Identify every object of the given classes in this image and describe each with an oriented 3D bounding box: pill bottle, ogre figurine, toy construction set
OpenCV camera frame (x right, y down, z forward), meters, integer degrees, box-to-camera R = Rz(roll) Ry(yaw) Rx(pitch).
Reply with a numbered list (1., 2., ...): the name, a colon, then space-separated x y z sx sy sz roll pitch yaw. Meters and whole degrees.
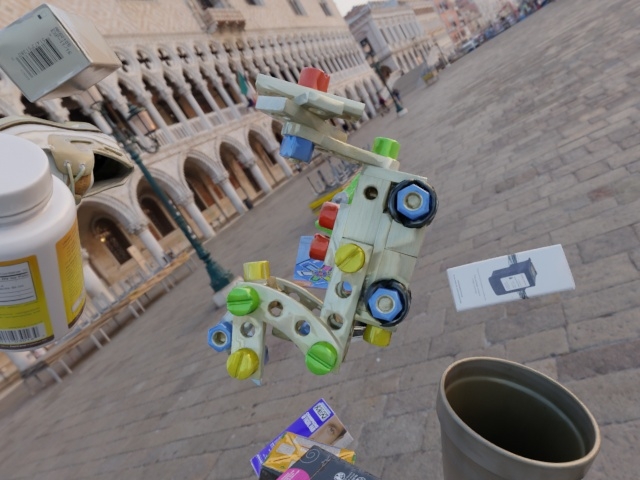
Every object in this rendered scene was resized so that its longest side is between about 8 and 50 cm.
1. pill bottle: -0.301 0.008 0.427 0.117 0.117 0.215 -45 -16 -46
2. ogre figurine: 0.060 -0.033 0.751 0.118 0.097 0.197 -33 -21 -36
3. toy construction set: 0.000 0.000 0.460 0.214 0.328 0.151 16 17 13

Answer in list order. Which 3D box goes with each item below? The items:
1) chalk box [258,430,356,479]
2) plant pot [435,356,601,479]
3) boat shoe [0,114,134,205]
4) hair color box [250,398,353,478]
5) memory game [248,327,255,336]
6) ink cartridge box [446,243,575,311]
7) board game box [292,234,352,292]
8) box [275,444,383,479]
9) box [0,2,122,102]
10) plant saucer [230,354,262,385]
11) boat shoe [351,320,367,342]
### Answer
1. chalk box: -0.045 0.600 0.926 0.180 0.289 0.179 12 2 13
2. plant pot: 0.399 0.471 0.971 0.322 0.281 0.323 6 20 -2
3. boat shoe: -0.382 -0.110 0.638 0.113 0.103 0.302 -56 4 22
4. hair color box: -0.062 0.772 1.611 0.338 0.185 0.110 -38 32 -15
5. memory game: -0.283 0.357 1.601 0.186 0.186 0.012 -28 -12 19
6. ink cartridge box: 0.414 0.086 0.987 0.237 0.100 0.172 -14 -8 14
7. board game box: 0.066 0.064 1.161 0.281 0.145 0.027 4 -17 23
8. box: -0.022 0.449 0.615 0.247 0.142 0.163 -29 18 -38
9. box: -0.545 -0.392 0.930 0.148 0.121 0.311 -32 24 2
10. plant saucer: -0.239 0.374 1.386 0.037 0.195 0.195 -39 13 -24
11. boat shoe: 0.158 0.289 1.472 0.219 0.070 0.077 -5 25 -38
